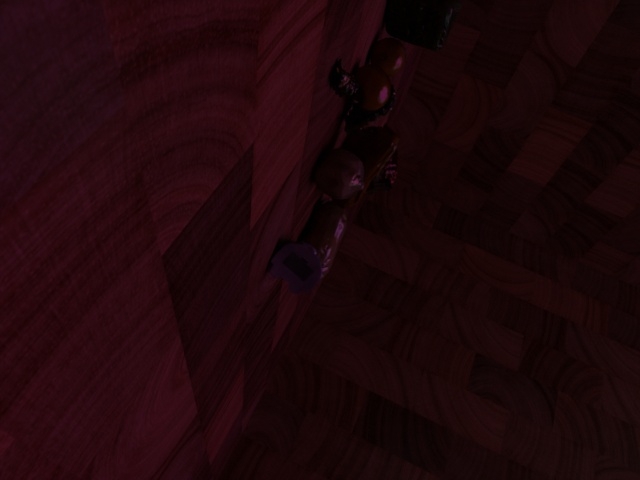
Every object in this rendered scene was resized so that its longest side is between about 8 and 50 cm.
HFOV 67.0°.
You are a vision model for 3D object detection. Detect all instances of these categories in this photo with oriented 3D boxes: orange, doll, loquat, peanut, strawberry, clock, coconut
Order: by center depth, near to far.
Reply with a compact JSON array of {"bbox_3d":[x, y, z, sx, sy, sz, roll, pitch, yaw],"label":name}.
[{"bbox_3d":[0.053,-0.473,1.420,0.113,0.077,0.078,17,71,-55],"label":"doll"},{"bbox_3d":[0.168,-0.527,1.676,0.134,0.156,0.156,-32,152,-38],"label":"orange"},{"bbox_3d":[0.078,-0.237,1.769,0.194,0.194,0.194,25,90,-83],"label":"coconut"},{"bbox_3d":[0.251,-0.678,1.791,0.141,0.141,0.141,25,90,-83],"label":"loquat"},{"bbox_3d":[-0.088,0.074,1.810,0.254,0.189,0.189,-112,-135,-79],"label":"clock"},{"bbox_3d":[0.000,0.000,2.113,0.192,0.169,0.387,55,56,-77],"label":"peanut"},{"bbox_3d":[0.206,-0.377,2.167,0.292,0.292,0.343,97,-4,-68],"label":"strawberry"}]

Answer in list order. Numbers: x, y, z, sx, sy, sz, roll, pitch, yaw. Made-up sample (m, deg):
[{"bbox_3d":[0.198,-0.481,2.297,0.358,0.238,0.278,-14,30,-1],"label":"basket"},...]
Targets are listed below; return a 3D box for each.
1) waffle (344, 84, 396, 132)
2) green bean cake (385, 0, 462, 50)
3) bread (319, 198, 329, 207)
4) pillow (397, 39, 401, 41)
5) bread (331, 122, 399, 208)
[{"bbox_3d":[0.186,-0.495,1.812,0.054,0.214,0.208,53,38,-30],"label":"waffle"},{"bbox_3d":[0.358,-0.799,1.708,0.125,0.248,0.222,-62,169,-20],"label":"green bean cake"},{"bbox_3d":[-0.002,-0.116,2.246,0.068,0.028,0.153,-55,168,-55],"label":"bread"},{"bbox_3d":[0.330,-0.829,2.268,0.217,0.033,0.130,-68,169,24],"label":"pillow"},{"bbox_3d":[0.146,-0.304,1.880,0.109,0.185,0.380,-22,155,-48],"label":"bread"}]
